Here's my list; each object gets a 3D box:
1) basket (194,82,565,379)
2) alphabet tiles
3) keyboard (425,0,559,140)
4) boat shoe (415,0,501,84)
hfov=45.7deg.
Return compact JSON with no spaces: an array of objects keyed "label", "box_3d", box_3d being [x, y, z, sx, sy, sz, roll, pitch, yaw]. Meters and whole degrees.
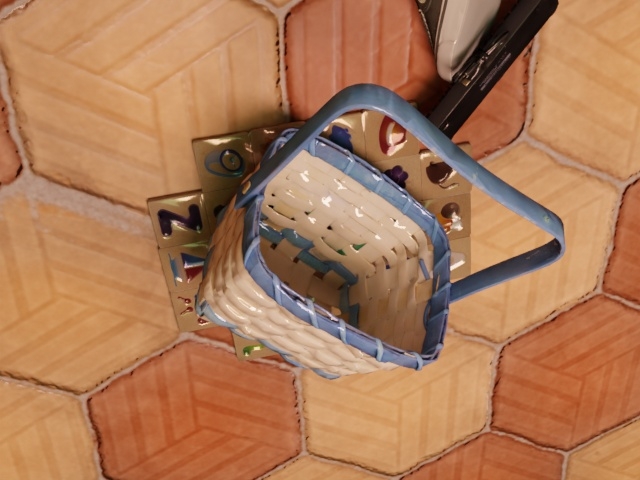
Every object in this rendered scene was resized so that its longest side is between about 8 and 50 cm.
[{"label":"basket","box_3d":[0.034,-0.001,0.691,0.255,0.201,0.289,33,140,-28]},{"label":"alphabet tiles","box_3d":[0.000,0.000,0.829,0.343,0.011,0.285,-11,122,-5]},{"label":"keyboard","box_3d":[0.156,-0.167,0.716,0.023,0.108,0.180,41,105,15]},{"label":"boat shoe","box_3d":[0.116,-0.239,0.672,0.078,0.070,0.219,-44,150,-28]}]
